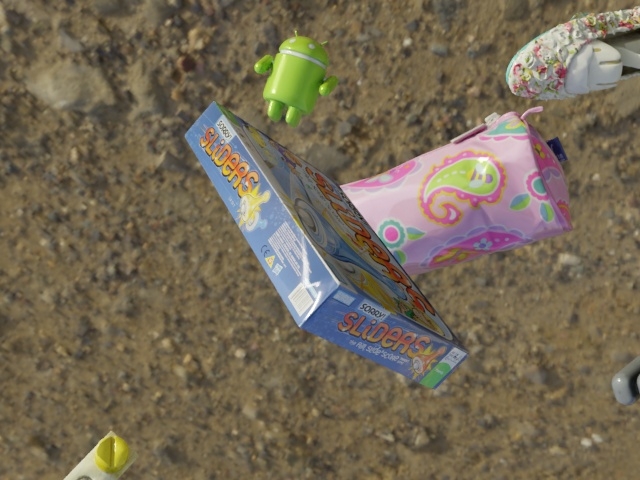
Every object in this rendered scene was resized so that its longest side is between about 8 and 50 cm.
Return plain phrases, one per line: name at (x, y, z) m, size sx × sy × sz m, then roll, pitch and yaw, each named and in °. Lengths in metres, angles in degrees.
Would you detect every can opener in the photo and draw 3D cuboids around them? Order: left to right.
can opener at (0.489, 0.142, 1.214) m, size 0.074 × 0.280 × 0.093 m, roll -15°, pitch 99°, yaw 49°

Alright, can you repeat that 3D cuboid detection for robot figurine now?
robot figurine at (-0.030, -0.202, 1.097) m, size 0.101 × 0.115 × 0.067 m, roll 20°, pitch 179°, yaw 9°

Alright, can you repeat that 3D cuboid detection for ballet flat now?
ballet flat at (0.309, -0.200, 0.936) m, size 0.077 × 0.240 × 0.091 m, roll 42°, pitch 145°, yaw 42°

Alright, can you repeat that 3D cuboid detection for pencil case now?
pencil case at (0.086, -0.024, 0.806) m, size 0.284 × 0.124 × 0.124 m, roll -20°, pitch 122°, yaw 20°

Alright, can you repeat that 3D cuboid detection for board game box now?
board game box at (0.000, 0.000, 0.574) m, size 0.035 × 0.201 × 0.136 m, roll -47°, pitch 135°, yaw 13°

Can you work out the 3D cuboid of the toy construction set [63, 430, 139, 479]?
toy construction set at (-0.276, 0.319, 0.724) m, size 0.215 × 0.327 × 0.151 m, roll 63°, pitch 167°, yaw 16°
